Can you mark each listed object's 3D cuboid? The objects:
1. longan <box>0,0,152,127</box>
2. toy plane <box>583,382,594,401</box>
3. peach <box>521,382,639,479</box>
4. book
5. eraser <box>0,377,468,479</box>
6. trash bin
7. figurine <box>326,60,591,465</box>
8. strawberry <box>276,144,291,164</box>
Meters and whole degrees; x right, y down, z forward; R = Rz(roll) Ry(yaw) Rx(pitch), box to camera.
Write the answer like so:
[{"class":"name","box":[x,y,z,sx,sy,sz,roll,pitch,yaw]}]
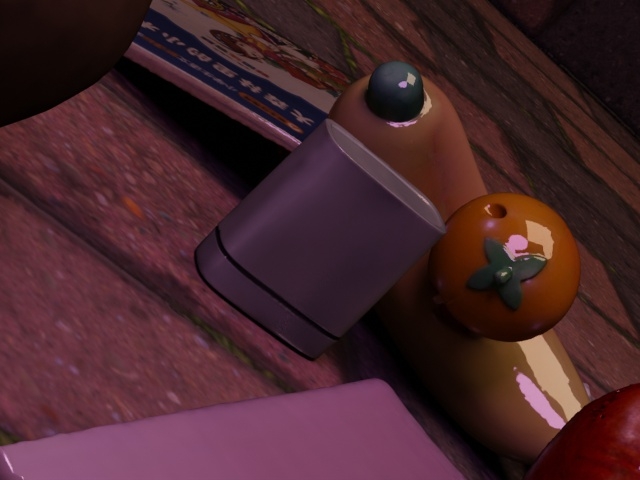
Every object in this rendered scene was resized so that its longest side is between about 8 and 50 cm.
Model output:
[{"class":"longan","box":[-0.205,-0.190,0.818,0.288,0.288,0.350,43,8,-11]},{"class":"toy plane","box":[0.230,0.189,1.304,0.174,0.080,0.174,52,24,-34]},{"class":"peach","box":[0.239,0.173,1.121,0.267,0.154,0.159,-17,56,-46]},{"class":"book","box":[-0.072,-0.156,1.384,0.228,0.018,0.322,29,16,1]},{"class":"eraser","box":[0.004,0.197,0.668,0.272,0.122,0.359,48,15,15]},{"class":"trash bin","box":[0.000,0.000,1.096,0.116,0.130,0.059,37,18,-26]},{"class":"figurine","box":[0.112,0.020,1.206,0.324,0.124,0.222,60,-22,2]},{"class":"strawberry","box":[0.029,-0.065,1.414,0.187,0.082,0.146,15,10,-34]}]
